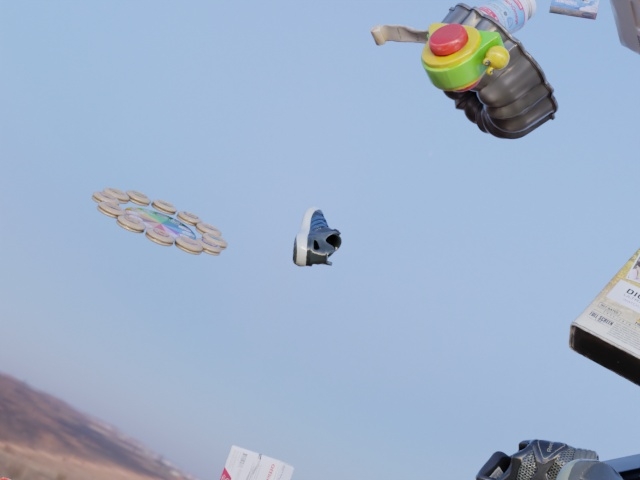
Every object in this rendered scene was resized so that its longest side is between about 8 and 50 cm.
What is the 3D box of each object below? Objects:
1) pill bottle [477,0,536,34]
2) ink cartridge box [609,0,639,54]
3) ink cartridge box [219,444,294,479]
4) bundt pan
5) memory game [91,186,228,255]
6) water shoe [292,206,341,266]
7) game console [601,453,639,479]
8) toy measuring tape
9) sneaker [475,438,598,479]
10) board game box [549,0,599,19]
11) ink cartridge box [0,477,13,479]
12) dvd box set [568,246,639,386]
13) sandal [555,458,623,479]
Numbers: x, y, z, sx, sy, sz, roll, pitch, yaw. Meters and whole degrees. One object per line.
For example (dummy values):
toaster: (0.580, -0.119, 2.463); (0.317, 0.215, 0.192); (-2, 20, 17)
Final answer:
pill bottle: (0.388, -0.479, 2.035); (0.087, 0.160, 0.087); (38, -34, 31)
ink cartridge box: (0.636, -0.465, 1.626); (0.198, 0.273, 0.115); (60, -3, -36)
ink cartridge box: (-0.146, 0.536, 2.133); (0.150, 0.109, 0.063); (8, -19, 38)
bundt pan: (0.352, -0.344, 2.046); (0.331, 0.124, 0.331); (47, -3, 3)
memory game: (-0.205, -0.026, 1.222); (0.186, 0.012, 0.186); (24, 13, -6)
water shoe: (0.000, 0.000, 1.741); (0.080, 0.073, 0.203); (8, 26, 5)
game console: (0.496, 0.329, 1.309); (0.213, 0.044, 0.361); (-5, -8, -24)
toy measuring tape: (0.192, -0.332, 1.706); (0.330, 0.121, 0.121); (18, -17, 43)
sneaker: (0.250, 0.338, 1.150); (0.130, 0.227, 0.087); (15, 24, 22)
board game box: (0.500, -0.471, 1.857); (0.090, 0.090, 0.020); (12, -40, 12)
ink cartridge box: (-0.300, 0.372, 1.007); (0.189, 0.232, 0.066); (24, 30, -21)
dvd box set: (0.599, 0.079, 1.354); (0.308, 0.420, 0.062); (29, -36, 31)
sandal: (0.295, 0.326, 0.966); (0.086, 0.120, 0.302); (-15, -57, 34)
